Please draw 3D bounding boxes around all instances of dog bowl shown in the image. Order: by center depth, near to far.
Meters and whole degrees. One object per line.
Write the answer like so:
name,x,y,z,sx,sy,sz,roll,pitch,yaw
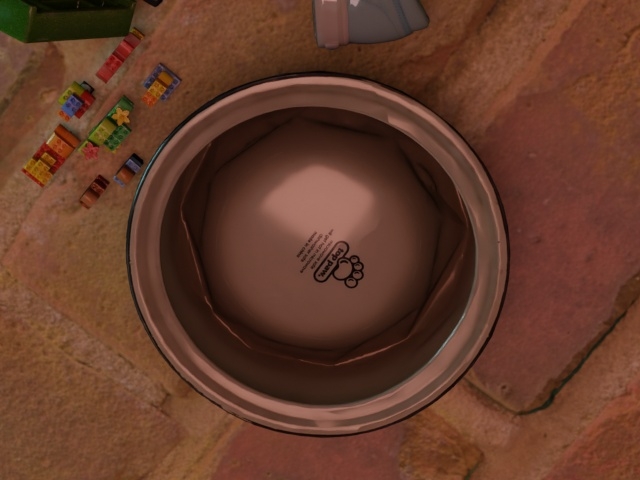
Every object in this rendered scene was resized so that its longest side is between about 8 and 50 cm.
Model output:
dog bowl,0.000,0.000,1.893,0.408,0.150,0.408,1,107,3

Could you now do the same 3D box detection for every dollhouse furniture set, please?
dollhouse furniture set,-0.340,-0.353,1.828,0.301,0.151,0.197,28,116,29

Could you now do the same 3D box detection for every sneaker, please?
sneaker,0.058,-0.381,1.786,0.150,0.135,0.366,-3,116,-3

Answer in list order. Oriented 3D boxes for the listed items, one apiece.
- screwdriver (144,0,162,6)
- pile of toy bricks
screwdriver,-0.242,-0.307,1.878,0.170,0.024,0.025,32,79,-5
pile of toy bricks,-0.238,-0.119,1.893,0.118,0.105,0.212,39,106,-8
